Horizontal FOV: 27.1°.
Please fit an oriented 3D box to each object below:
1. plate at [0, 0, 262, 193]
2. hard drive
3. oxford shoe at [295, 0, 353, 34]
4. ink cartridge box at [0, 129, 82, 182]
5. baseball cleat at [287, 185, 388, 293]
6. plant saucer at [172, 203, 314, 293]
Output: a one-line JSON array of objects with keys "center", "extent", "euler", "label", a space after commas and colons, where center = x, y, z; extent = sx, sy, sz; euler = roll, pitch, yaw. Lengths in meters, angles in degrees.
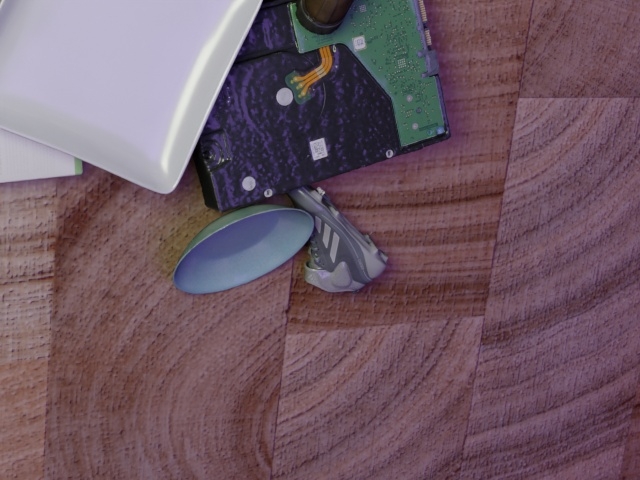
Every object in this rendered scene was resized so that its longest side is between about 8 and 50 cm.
[{"center": [-0.234, -0.224, 1.492], "extent": [0.278, 0.045, 0.277], "euler": [23, 95, -29], "label": "plate"}, {"center": [-0.011, -0.196, 1.666], "extent": [0.339, 0.064, 0.237], "euler": [-20, 107, -21], "label": "hard drive"}, {"center": [0.039, -0.363, 1.595], "extent": [0.083, 0.096, 0.227], "euler": [17, 69, -11], "label": "oxford shoe"}, {"center": [-0.391, -0.147, 1.500], "extent": [0.235, 0.056, 0.171], "euler": [-8, 112, -23], "label": "ink cartridge box"}, {"center": [0.000, 0.000, 1.765], "extent": [0.109, 0.072, 0.206], "euler": [-43, 116, 8], "label": "baseball cleat"}, {"center": [-0.103, 0.001, 1.686], "extent": [0.195, 0.037, 0.195], "euler": [-22, 157, -10], "label": "plant saucer"}]
